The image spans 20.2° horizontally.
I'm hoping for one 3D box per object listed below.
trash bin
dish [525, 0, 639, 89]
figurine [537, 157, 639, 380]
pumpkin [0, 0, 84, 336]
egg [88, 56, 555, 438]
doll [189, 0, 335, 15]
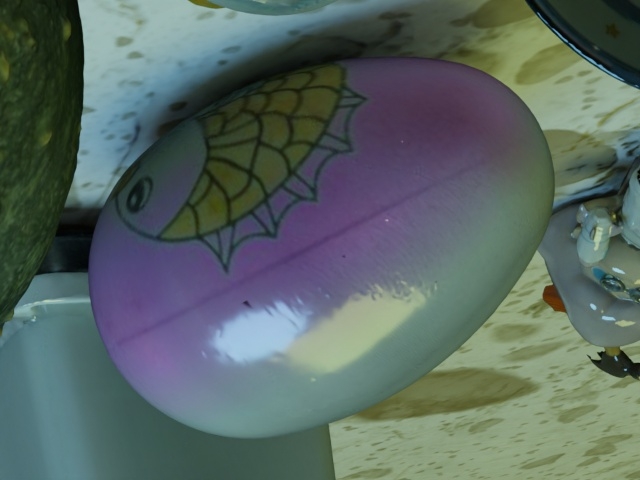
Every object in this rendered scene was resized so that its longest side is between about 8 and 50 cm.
[{"bbox_3d":[-0.130,0.190,1.157,0.296,0.368,0.256,2,156,-34],"label":"trash bin"},{"bbox_3d":[0.180,-0.168,0.714,0.228,0.236,0.086,-28,-168,26],"label":"dish"},{"bbox_3d":[0.224,0.009,1.287,0.137,0.112,0.229,15,151,1],"label":"figurine"},{"bbox_3d":[-0.248,-0.059,0.570,0.327,0.257,0.291,3,167,-40],"label":"pumpkin"},{"bbox_3d":[0.000,0.000,0.991,0.271,0.196,0.196,-26,158,8],"label":"egg"},{"bbox_3d":[0.000,-0.172,0.600,0.177,0.141,0.314,-33,174,-19],"label":"doll"}]
